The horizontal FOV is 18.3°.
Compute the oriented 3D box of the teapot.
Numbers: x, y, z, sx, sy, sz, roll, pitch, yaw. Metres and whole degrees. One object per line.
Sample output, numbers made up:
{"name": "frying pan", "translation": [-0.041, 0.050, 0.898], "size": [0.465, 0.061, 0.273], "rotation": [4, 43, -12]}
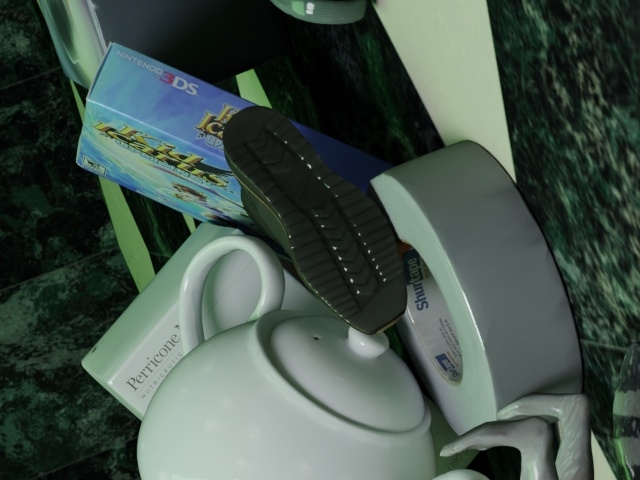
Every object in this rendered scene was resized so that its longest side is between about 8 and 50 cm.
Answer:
{"name": "teapot", "translation": [-0.009, 0.138, 1.535], "size": [0.187, 0.256, 0.252], "rotation": [-61, 9, 22]}

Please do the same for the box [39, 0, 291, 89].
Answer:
{"name": "box", "translation": [-0.188, -0.303, 1.916], "size": [0.294, 0.182, 0.296], "rotation": [-150, 41, -69]}

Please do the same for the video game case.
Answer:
{"name": "video game case", "translation": [-0.077, -0.061, 1.725], "size": [0.269, 0.061, 0.244], "rotation": [24, 166, -4]}

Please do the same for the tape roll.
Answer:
{"name": "tape roll", "translation": [0.110, 0.041, 1.462], "size": [0.219, 0.072, 0.219], "rotation": [158, 90, -78]}

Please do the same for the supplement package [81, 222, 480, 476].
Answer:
{"name": "supplement package", "translation": [-0.039, 0.145, 1.755], "size": [0.293, 0.177, 0.175], "rotation": [42, 173, -12]}

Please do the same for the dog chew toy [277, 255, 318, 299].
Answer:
{"name": "dog chew toy", "translation": [-0.037, 0.143, 1.983], "size": [0.206, 0.206, 0.332], "rotation": [179, 78, -77]}

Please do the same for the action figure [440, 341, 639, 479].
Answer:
{"name": "action figure", "translation": [0.200, 0.245, 1.214], "size": [0.330, 0.178, 0.341], "rotation": [62, -178, 6]}

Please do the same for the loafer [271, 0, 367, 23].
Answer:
{"name": "loafer", "translation": [-0.036, -0.258, 1.600], "size": [0.267, 0.096, 0.084], "rotation": [43, 133, 49]}

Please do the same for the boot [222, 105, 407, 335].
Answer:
{"name": "boot", "translation": [0.000, 0.000, 1.520], "size": [0.198, 0.077, 0.137], "rotation": [58, 170, 18]}
